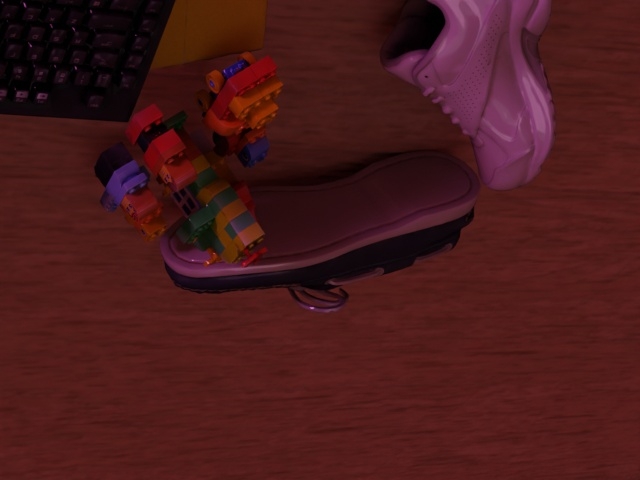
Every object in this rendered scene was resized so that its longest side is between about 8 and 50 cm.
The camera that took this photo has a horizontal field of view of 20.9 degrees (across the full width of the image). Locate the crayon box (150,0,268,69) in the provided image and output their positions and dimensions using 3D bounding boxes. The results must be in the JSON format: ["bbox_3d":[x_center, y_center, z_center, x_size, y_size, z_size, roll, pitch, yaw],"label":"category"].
[{"bbox_3d":[-0.183,-0.175,0.965,0.319,0.081,0.202,-10,140,-18],"label":"crayon box"}]

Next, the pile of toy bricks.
[{"bbox_3d":[-0.071,-0.027,1.104,0.118,0.105,0.212,-34,175,-23],"label":"pile of toy bricks"}]

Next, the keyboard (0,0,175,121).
[{"bbox_3d":[-0.245,-0.089,0.941,0.317,0.033,0.201,2,136,-31],"label":"keyboard"}]

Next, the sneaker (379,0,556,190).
[{"bbox_3d":[0.098,-0.123,1.199,0.115,0.090,0.232,-14,133,-4],"label":"sneaker"}]

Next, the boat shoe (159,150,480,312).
[{"bbox_3d":[0.000,0.000,1.271,0.255,0.095,0.079,-19,139,-29],"label":"boat shoe"}]
